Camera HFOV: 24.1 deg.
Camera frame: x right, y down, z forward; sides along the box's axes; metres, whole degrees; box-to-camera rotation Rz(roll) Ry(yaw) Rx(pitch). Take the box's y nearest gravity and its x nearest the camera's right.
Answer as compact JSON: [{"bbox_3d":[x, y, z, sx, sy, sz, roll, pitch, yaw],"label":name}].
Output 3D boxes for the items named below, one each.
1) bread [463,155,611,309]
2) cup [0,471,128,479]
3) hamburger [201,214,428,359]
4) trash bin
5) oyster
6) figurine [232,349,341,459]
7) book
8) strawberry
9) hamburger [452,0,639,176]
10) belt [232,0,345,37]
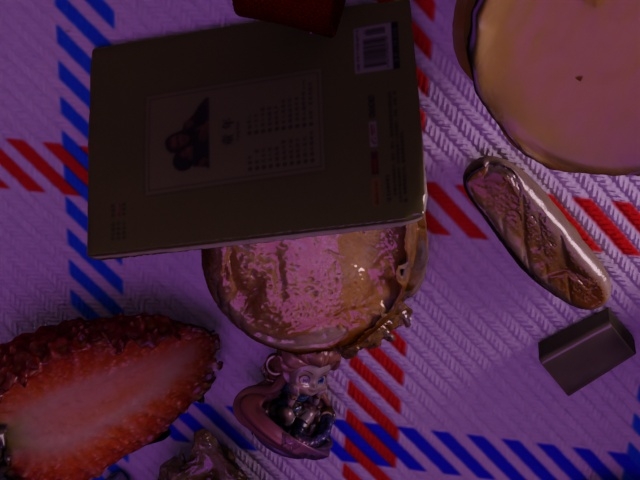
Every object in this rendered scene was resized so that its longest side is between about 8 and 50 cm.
[{"bbox_3d":[0.230,-0.010,1.595,0.073,0.053,0.214,-37,106,22],"label":"bread"},{"bbox_3d":[-0.367,0.382,1.868,0.299,0.167,0.173,-33,103,-3],"label":"cup"},{"bbox_3d":[0.000,0.000,1.589,0.286,0.146,0.243,44,111,-8],"label":"hamburger"},{"bbox_3d":[0.297,0.122,1.668,0.092,0.043,0.061,-33,110,24],"label":"trash bin"},{"bbox_3d":[-0.143,0.374,1.862,0.221,0.096,0.361,-5,119,18],"label":"oyster"},{"bbox_3d":[-0.033,0.170,1.725,0.126,0.114,0.157,3,94,-28],"label":"figurine"},{"bbox_3d":[-0.068,-0.111,1.503,0.352,0.239,0.035,-7,162,15],"label":"book"},{"bbox_3d":[-0.265,0.165,1.756,0.306,0.138,0.233,-23,137,-6],"label":"strawberry"},{"bbox_3d":[0.261,-0.206,1.374,0.276,0.237,0.276,1,113,2],"label":"hamburger"},{"bbox_3d":[-0.031,-0.266,1.408,0.124,0.201,0.128,13,88,2],"label":"belt"}]
